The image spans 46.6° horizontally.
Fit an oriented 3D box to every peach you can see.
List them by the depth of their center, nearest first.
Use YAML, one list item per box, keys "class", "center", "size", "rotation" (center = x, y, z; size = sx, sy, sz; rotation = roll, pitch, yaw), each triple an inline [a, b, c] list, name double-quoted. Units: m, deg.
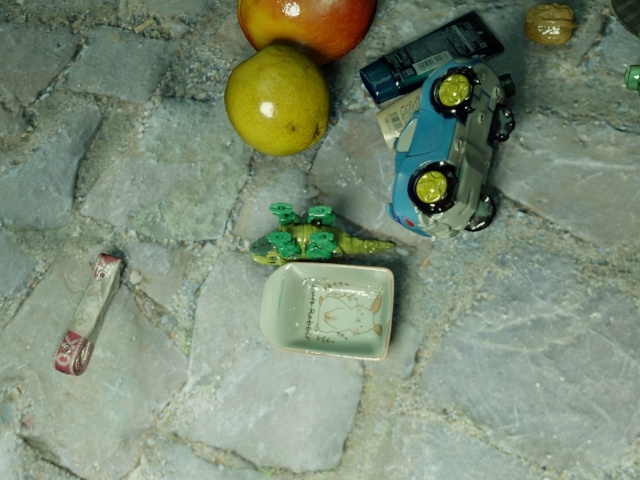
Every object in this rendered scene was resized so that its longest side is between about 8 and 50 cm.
- class: "peach"
  center: [-0.025, -0.469, 1.474]
  size: [0.281, 0.281, 0.238]
  rotation: [-27, 17, 2]

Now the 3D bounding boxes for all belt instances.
- class: "belt"
  center: [-0.427, 0.138, 1.384]
  size: [0.053, 0.071, 0.232]
  rotation: [14, 72, 14]

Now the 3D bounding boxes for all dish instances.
- class: "dish"
  center: [0.011, 0.118, 1.255]
  size: [0.234, 0.064, 0.154]
  rotation: [4, 80, 17]

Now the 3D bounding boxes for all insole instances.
- class: "insole"
  center: [0.654, -0.372, 1.356]
  size: [0.110, 0.012, 0.309]
  rotation: [-32, 60, -3]

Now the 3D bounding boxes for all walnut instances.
- class: "walnut"
  center: [0.434, -0.408, 1.400]
  size: [0.096, 0.082, 0.078]
  rotation: [11, 99, 26]

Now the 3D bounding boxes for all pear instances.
- class: "pear"
  center: [-0.077, -0.255, 1.400]
  size: [0.209, 0.209, 0.208]
  rotation: [-7, 63, 13]

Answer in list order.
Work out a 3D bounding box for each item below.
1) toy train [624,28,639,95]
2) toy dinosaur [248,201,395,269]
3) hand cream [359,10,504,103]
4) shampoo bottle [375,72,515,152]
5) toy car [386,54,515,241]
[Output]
- class: "toy train"
  center: [0.658, -0.296, 1.248]
  size: [0.270, 0.115, 0.154]
  rotation: [11, 82, 29]
- class: "toy dinosaur"
  center: [0.000, 0.000, 1.293]
  size: [0.259, 0.153, 0.094]
  rotation: [-3, 65, 4]
- class: "hand cream"
  center: [0.213, -0.358, 1.453]
  size: [0.271, 0.061, 0.120]
  rotation: [-27, 62, -4]
- class: "shampoo bottle"
  center: [0.235, -0.244, 1.372]
  size: [0.257, 0.078, 0.127]
  rotation: [-20, 71, 7]
- class: "toy car"
  center: [0.208, -0.156, 1.253]
  size: [0.166, 0.198, 0.314]
  rotation: [12, 87, 34]
